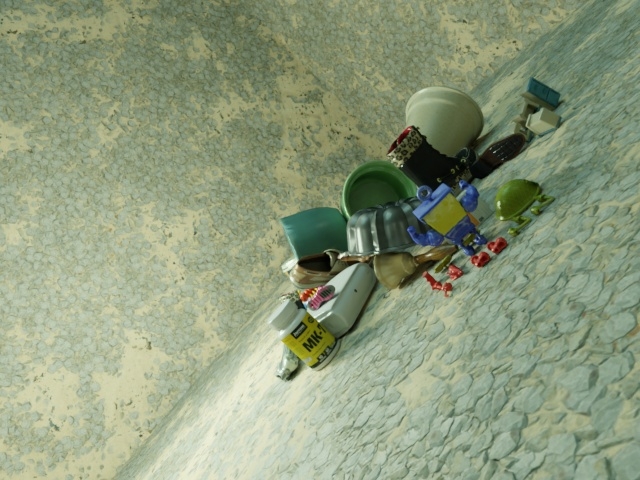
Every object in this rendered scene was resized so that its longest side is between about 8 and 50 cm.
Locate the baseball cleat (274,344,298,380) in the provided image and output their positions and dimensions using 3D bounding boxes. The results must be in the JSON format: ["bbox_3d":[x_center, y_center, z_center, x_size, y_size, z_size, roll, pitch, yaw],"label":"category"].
[{"bbox_3d":[-0.118,0.413,1.843,0.109,0.072,0.206,-55,1,7],"label":"baseball cleat"}]

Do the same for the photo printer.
[{"bbox_3d":[0.053,0.214,1.803,0.256,0.107,0.307,-41,8,40],"label":"photo printer"}]

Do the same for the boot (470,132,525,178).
[{"bbox_3d":[0.574,-0.295,1.729,0.219,0.082,0.106,-41,11,50],"label":"boot"}]

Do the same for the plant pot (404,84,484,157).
[{"bbox_3d":[0.461,-0.397,2.185,0.334,0.333,0.305,-35,25,58],"label":"plant pot"}]

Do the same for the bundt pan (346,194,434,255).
[{"bbox_3d":[0.225,-0.054,1.632,0.330,0.124,0.331,-14,7,2],"label":"bundt pan"}]

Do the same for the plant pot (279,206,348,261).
[{"bbox_3d":[0.000,0.000,2.173,0.235,0.293,0.293,-24,6,-4],"label":"plant pot"}]

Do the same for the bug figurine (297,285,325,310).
[{"bbox_3d":[-0.013,0.200,2.100,0.216,0.072,0.279,-41,-14,-19],"label":"bug figurine"}]

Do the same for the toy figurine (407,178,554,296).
[{"bbox_3d":[0.336,-0.068,1.296,0.362,0.217,0.191,-45,7,12],"label":"toy figurine"}]

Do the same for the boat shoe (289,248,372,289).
[{"bbox_3d":[0.049,0.094,1.963,0.324,0.123,0.116,-13,-37,-21],"label":"boat shoe"}]

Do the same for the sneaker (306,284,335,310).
[{"bbox_3d":[0.006,0.173,1.701,0.119,0.047,0.057,-41,-3,30],"label":"sneaker"}]

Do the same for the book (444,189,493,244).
[{"bbox_3d":[0.384,-0.063,1.468,0.144,0.096,0.035,-44,7,13],"label":"book"}]

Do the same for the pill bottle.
[{"bbox_3d":[-0.053,0.283,1.623,0.119,0.208,0.119,-46,7,7],"label":"pill bottle"}]

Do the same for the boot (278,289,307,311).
[{"bbox_3d":[-0.098,0.279,1.973,0.085,0.179,0.236,-26,-2,-27],"label":"boot"}]

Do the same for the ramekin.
[{"bbox_3d":[0.223,-0.150,2.128,0.303,0.303,0.148,-48,0,-14],"label":"ramekin"}]

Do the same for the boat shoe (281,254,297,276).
[{"bbox_3d":[0.047,0.061,2.557,0.500,0.156,0.187,-31,6,19],"label":"boat shoe"}]

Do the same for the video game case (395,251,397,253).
[{"bbox_3d":[0.249,0.053,1.947,0.087,0.011,0.122,-39,10,48],"label":"video game case"}]

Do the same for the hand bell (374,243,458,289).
[{"bbox_3d":[0.283,0.051,1.520,0.242,0.126,0.126,-22,22,42],"label":"hand bell"}]

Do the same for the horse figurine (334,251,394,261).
[{"bbox_3d":[0.201,0.029,1.857,0.263,0.066,0.174,-17,-6,-39],"label":"horse figurine"}]

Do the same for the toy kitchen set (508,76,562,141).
[{"bbox_3d":[0.696,-0.406,1.651,0.207,0.122,0.166,-69,13,-13],"label":"toy kitchen set"}]

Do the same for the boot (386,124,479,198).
[{"bbox_3d":[0.397,-0.288,1.879,0.138,0.284,0.377,-38,12,50],"label":"boot"}]
